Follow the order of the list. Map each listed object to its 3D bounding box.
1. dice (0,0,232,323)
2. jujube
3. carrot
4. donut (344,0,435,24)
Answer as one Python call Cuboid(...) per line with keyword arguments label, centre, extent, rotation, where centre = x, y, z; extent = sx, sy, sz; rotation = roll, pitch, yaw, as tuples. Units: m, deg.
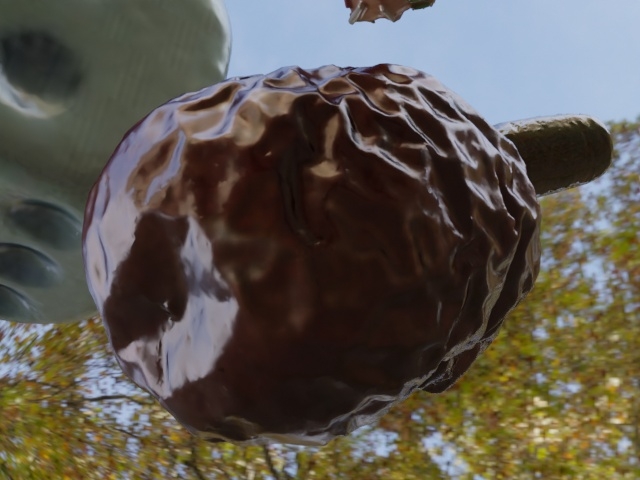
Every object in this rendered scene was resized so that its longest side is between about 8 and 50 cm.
Cuboid(label="dice", centre=(-0.239, -0.107, 0.923), extent=(0.264, 0.268, 0.262), rotation=(24, -125, -19))
Cuboid(label="jujube", centre=(0.000, 0.000, 0.628), extent=(0.232, 0.213, 0.213), rotation=(-21, -91, -50))
Cuboid(label="carrot", centre=(0.067, -0.038, 0.903), extent=(0.342, 0.070, 0.070), rotation=(-16, -92, -14))
Cuboid(label="donut", centre=(0.013, -0.211, 0.683), extent=(0.065, 0.117, 0.166), rotation=(-33, -110, -20))
